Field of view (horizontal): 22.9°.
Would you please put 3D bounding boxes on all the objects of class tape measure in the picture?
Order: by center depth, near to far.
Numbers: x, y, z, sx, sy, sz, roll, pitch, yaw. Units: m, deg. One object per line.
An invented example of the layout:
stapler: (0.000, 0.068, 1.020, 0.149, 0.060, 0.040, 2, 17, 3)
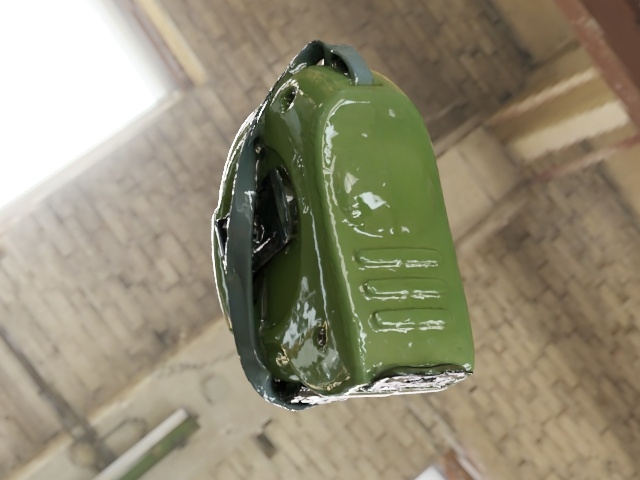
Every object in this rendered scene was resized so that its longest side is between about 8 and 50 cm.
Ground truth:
tape measure: (0.000, 0.000, 0.870, 0.175, 0.106, 0.200, -36, -119, 57)
